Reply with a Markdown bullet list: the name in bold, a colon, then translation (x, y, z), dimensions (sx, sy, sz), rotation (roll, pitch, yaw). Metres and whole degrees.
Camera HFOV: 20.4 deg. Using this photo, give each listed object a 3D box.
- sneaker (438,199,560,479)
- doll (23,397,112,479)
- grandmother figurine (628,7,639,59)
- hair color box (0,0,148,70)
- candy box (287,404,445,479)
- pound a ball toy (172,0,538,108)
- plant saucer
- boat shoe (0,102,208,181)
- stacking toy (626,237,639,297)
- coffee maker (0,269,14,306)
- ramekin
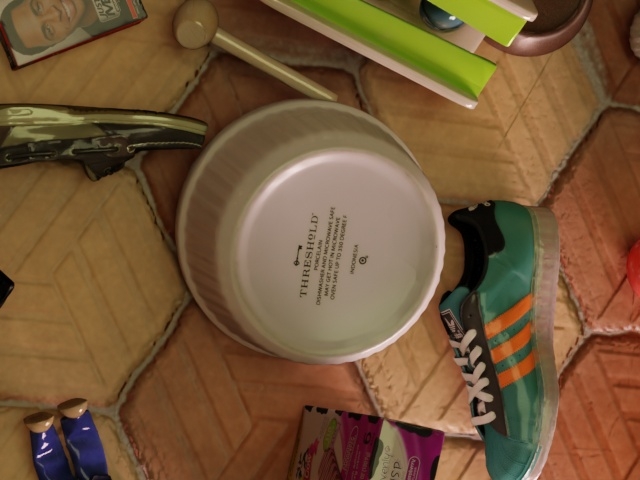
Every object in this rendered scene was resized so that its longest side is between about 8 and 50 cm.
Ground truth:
- **sneaker**: translation (0.176, 0.107, 1.860), dimensions (0.121, 0.108, 0.302), rotation (6, 78, -17)
- **doll**: translation (-0.239, 0.256, 1.745), dimensions (0.129, 0.046, 0.189), rotation (-22, 101, -27)
- **grandmother figurine**: translation (0.429, -0.350, 1.964), dimensions (0.208, 0.104, 0.342), rotation (19, 84, 11)
- **hair color box**: translation (-0.250, -0.226, 1.760), dimensions (0.141, 0.043, 0.072), rotation (-24, 96, -17)
- **candy box**: translation (0.032, 0.248, 1.735), dimensions (0.071, 0.233, 0.159), rotation (15, 82, -17)
- **pound a ball toy**: translation (0.029, -0.241, 1.823), dimensions (0.319, 0.136, 0.208), rotation (25, 114, -19)
- **plant saucer**: translation (0.226, -0.284, 1.926), dimensions (0.168, 0.029, 0.168), rotation (1, 87, -18)
- **boat shoe**: translation (-0.223, -0.095, 1.750), dimensions (0.223, 0.080, 0.073), rotation (2, 93, -13)
- **stacking toy**: translation (0.479, -0.033, 1.951), dimensions (0.330, 0.141, 0.141), rotation (-30, 97, -13)
- **coffee maker**: translation (-0.379, 0.020, 1.644), dimensions (0.178, 0.171, 0.120), rotation (46, 59, -13)
- **ramekin**: translation (0.000, 0.000, 1.760), dimensions (0.273, 0.127, 0.273), rotation (-4, 103, -16)
